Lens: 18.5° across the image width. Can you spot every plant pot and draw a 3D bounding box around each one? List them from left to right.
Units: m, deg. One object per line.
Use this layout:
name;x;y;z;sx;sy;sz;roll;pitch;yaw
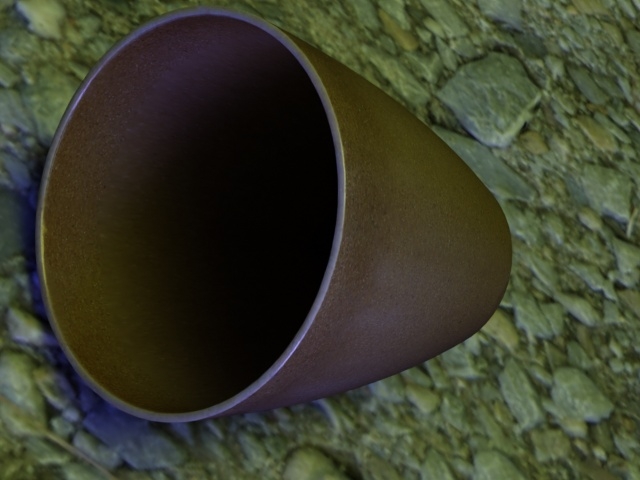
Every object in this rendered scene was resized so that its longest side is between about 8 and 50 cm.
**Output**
plant pot;0.000;0.000;1.201;0.254;0.237;0.237;12;56;-49
